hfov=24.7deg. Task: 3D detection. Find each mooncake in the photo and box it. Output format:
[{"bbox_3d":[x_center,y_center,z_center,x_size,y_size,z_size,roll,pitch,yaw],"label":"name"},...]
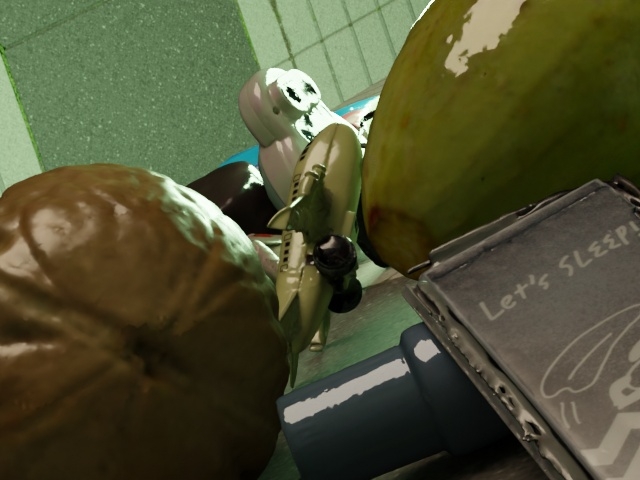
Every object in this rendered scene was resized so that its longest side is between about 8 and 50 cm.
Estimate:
[{"bbox_3d":[-0.158,0.034,1.786,0.283,0.141,0.283,-34,14,10],"label":"mooncake"}]

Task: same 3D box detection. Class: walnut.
[{"bbox_3d":[-0.178,0.096,1.062,0.332,0.333,0.333,-27,9,5],"label":"walnut"}]

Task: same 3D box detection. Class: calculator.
[{"bbox_3d":[0.160,0.046,0.826,0.165,0.028,0.274,-26,31,-6],"label":"calculator"}]

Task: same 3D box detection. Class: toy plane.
[{"bbox_3d":[0.000,0.000,1.295,0.092,0.229,0.244,13,64,15],"label":"toy plane"}]

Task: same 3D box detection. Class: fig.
[{"bbox_3d":[0.162,-0.101,1.254,0.326,0.258,0.258,-44,13,-15],"label":"fig"}]

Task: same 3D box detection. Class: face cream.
[{"bbox_3d":[0.159,0.057,0.909,0.385,0.086,0.135,-23,16,1],"label":"face cream"}]

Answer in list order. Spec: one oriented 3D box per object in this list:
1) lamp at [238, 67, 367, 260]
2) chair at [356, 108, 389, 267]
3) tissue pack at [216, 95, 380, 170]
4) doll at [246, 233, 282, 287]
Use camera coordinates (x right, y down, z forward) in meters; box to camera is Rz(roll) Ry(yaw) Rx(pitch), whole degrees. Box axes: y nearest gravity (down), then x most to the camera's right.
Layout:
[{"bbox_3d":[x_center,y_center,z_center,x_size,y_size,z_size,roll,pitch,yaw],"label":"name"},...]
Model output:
[{"bbox_3d":[-0.015,-0.090,1.729,0.108,0.246,0.179,-34,5,27],"label":"lamp"},{"bbox_3d":[0.113,-0.078,1.630,0.145,0.140,0.221,-24,12,23],"label":"chair"},{"bbox_3d":[-0.016,-0.105,2.153,0.269,0.137,0.209,-25,8,20],"label":"tissue pack"},{"bbox_3d":[-0.042,0.036,1.577,0.149,0.095,0.192,-13,3,-25],"label":"doll"}]
